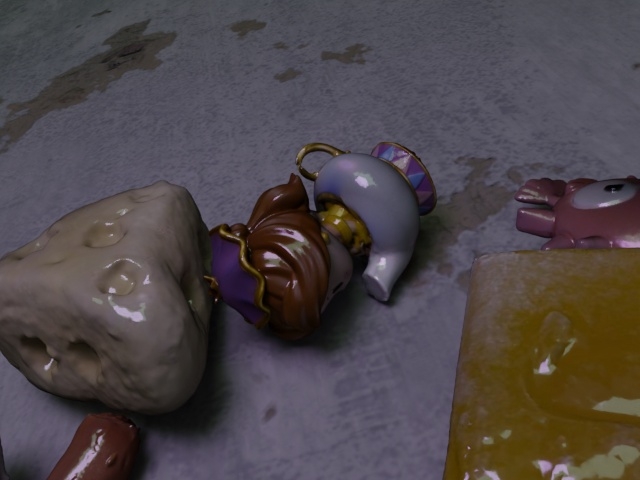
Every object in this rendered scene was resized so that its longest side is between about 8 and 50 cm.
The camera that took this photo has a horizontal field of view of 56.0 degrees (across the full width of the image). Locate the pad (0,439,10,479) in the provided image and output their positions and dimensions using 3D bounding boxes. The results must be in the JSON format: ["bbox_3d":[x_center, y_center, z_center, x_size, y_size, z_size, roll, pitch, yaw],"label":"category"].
[{"bbox_3d":[-0.355,0.304,0.457,0.286,0.018,0.284,-38,47,-4],"label":"pad"}]

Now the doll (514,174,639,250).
[{"bbox_3d":[0.304,-0.012,0.584,0.211,0.093,0.262,-15,29,-20],"label":"doll"}]

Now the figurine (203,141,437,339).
[{"bbox_3d":[0.000,0.000,0.647,0.263,0.142,0.189,-37,80,-23],"label":"figurine"}]

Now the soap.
[{"bbox_3d":[0.233,0.167,0.393,0.293,0.156,0.335,-2,44,24],"label":"soap"}]

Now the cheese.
[{"bbox_3d":[-0.228,0.077,0.615,0.247,0.174,0.251,-21,36,0],"label":"cheese"}]

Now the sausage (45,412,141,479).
[{"bbox_3d":[-0.239,0.281,0.495,0.078,0.078,0.304,3,46,22],"label":"sausage"}]
